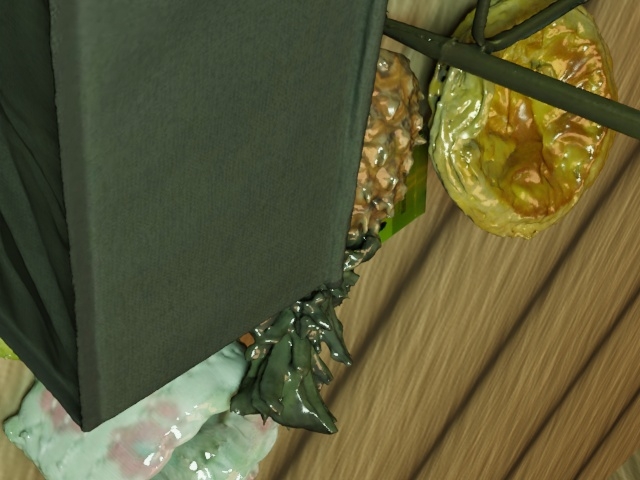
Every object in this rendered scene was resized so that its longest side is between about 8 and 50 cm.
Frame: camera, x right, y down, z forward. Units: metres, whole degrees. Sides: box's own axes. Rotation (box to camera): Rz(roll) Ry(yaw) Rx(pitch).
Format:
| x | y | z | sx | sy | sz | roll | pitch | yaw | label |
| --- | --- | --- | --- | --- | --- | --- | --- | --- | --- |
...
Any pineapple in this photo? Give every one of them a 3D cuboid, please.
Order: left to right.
| x | y | z | sx | sy | sz | roll | pitch | yaw | label |
| --- | --- | --- | --- | --- | --- | --- | --- | --- | --- |
| 0.000 | 0.000 | 1.019 | 0.170 | 0.141 | 0.309 | -6 | 105 | -75 | pineapple |

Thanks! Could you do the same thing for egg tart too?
| x | y | z | sx | sy | sz | roll | pitch | yaw | label |
| --- | --- | --- | --- | --- | --- | --- | --- | --- | --- |
| 0.182 | -0.123 | 1.213 | 0.241 | 0.106 | 0.241 | -10 | 107 | -35 | egg tart |

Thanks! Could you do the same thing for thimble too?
| x | y | z | sx | sy | sz | roll | pitch | yaw | label |
| --- | --- | --- | --- | --- | --- | --- | --- | --- | --- |
| -0.148 | 0.154 | 1.082 | 0.211 | 0.149 | 0.185 | -28 | 147 | -33 | thimble |

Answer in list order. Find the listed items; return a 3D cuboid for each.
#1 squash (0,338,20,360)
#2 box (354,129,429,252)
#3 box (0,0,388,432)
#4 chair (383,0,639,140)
| x | y | z | sx | sy | sz | roll | pitch | yaw | label |
| --- | --- | --- | --- | --- | --- | --- | --- | --- | --- |
| -0.159 | 0.013 | 0.963 | 0.184 | 0.085 | 0.191 | -13 | 136 | -47 | squash |
| 0.027 | -0.023 | 1.235 | 0.193 | 0.030 | 0.121 | -36 | 148 | -25 | box |
| -0.121 | -0.114 | 0.694 | 0.204 | 0.251 | 0.345 | -30 | 145 | -31 | box |
| 0.318 | -0.238 | 0.957 | 0.362 | 0.410 | 0.364 | -33 | 154 | -28 | chair |
